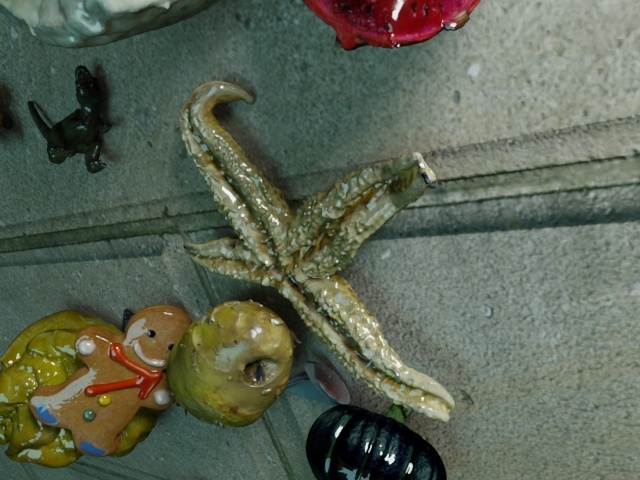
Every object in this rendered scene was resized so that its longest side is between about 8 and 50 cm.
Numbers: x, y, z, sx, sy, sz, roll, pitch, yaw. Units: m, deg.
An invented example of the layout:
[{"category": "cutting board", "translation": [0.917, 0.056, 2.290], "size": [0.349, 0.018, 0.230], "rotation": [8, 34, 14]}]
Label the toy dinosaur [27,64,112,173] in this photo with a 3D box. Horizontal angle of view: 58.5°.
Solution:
[{"category": "toy dinosaur", "translation": [-0.368, -0.196, 0.868], "size": [0.187, 0.087, 0.179], "rotation": [-43, 51, 29]}]

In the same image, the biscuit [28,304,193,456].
[{"category": "biscuit", "translation": [-0.343, 0.235, 0.977], "size": [0.324, 0.049, 0.205], "rotation": [-41, 111, 7]}]

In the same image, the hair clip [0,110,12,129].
[{"category": "hair clip", "translation": [-0.618, -0.256, 0.982], "size": [0.257, 0.075, 0.146], "rotation": [49, 139, 7]}]

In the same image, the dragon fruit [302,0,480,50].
[{"category": "dragon fruit", "translation": [0.040, -0.284, 0.452], "size": [0.211, 0.134, 0.262], "rotation": [19, 112, 40]}]

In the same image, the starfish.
[{"category": "starfish", "translation": [0.000, 0.000, 0.671], "size": [0.431, 0.082, 0.324], "rotation": [30, 127, 25]}]

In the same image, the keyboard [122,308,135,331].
[{"category": "keyboard", "translation": [-0.291, 0.204, 1.059], "size": [0.204, 0.013, 0.061], "rotation": [35, 133, 14]}]

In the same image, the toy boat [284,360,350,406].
[{"category": "toy boat", "translation": [-0.013, 0.224, 0.862], "size": [0.096, 0.034, 0.122], "rotation": [48, 143, -8]}]

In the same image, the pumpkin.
[{"category": "pumpkin", "translation": [0.071, 0.297, 0.757], "size": [0.194, 0.150, 0.194], "rotation": [17, 126, 24]}]

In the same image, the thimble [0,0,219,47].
[{"category": "thimble", "translation": [-0.213, -0.328, 0.528], "size": [0.291, 0.195, 0.292], "rotation": [28, 140, 27]}]

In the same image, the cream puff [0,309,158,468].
[{"category": "cream puff", "translation": [-0.499, 0.316, 1.121], "size": [0.324, 0.257, 0.291], "rotation": [41, 137, 8]}]

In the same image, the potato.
[{"category": "potato", "translation": [-0.137, 0.191, 0.852], "size": [0.173, 0.140, 0.300], "rotation": [50, 138, 6]}]
